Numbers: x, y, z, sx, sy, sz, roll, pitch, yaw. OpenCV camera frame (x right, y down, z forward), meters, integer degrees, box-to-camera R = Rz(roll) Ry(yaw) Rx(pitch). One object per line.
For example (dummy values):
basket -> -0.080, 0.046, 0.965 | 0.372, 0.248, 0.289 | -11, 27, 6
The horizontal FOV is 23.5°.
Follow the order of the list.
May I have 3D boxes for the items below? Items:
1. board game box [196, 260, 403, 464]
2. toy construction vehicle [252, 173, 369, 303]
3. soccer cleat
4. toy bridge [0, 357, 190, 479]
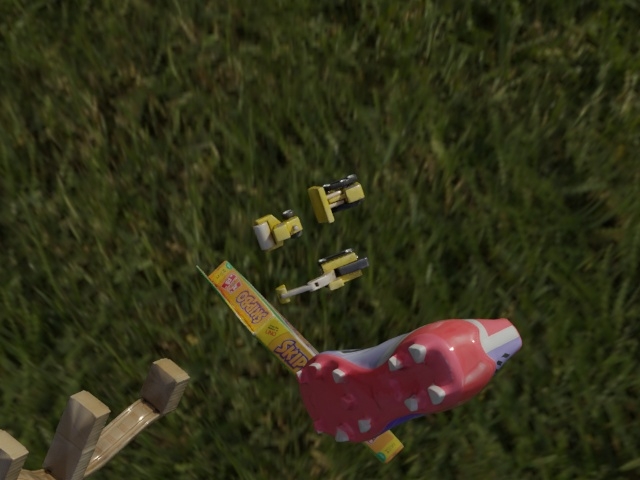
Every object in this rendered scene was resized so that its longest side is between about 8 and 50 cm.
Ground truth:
board game box -> -0.021, 0.117, 1.532 | 0.039, 0.124, 0.259 | -46, 126, 0
toy construction vehicle -> 0.000, 0.000, 1.274 | 0.098, 0.035, 0.086 | -19, 103, -12
soccer cleat -> 0.066, 0.113, 1.277 | 0.095, 0.248, 0.083 | -19, 86, -31
toy bridge -> -0.154, 0.127, 0.970 | 0.026, 0.188, 0.063 | 35, 116, 19
